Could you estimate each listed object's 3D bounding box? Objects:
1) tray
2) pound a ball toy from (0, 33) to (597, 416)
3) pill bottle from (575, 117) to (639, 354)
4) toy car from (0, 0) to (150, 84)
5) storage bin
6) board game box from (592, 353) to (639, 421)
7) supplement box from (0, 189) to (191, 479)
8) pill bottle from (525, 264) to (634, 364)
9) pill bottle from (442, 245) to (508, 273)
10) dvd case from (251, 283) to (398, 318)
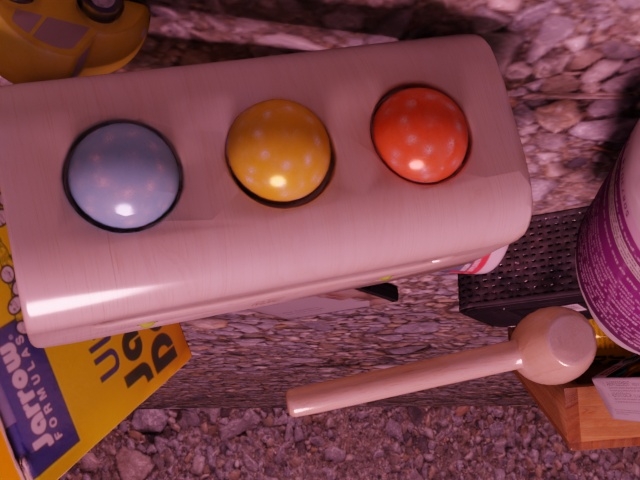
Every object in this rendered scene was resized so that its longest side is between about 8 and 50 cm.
[{"bbox_3d":[0.364,0.163,1.142,0.202,0.076,0.411,-6,-178,4],"label":"tray"},{"bbox_3d":[0.000,0.000,0.508,0.319,0.208,0.136,-9,168,-17],"label":"pound a ball toy"},{"bbox_3d":[0.278,-0.001,0.666,0.169,0.169,0.301,-2,164,5],"label":"pill bottle"},{"bbox_3d":[-0.219,-0.122,0.436,0.239,0.053,0.225,-2,164,5],"label":"toy car"},{"bbox_3d":[0.236,0.030,0.919,0.180,0.084,0.122,-9,161,31],"label":"storage bin"},{"bbox_3d":[0.421,0.075,0.849,0.305,0.053,0.193,-28,176,-10],"label":"board game box"},{"bbox_3d":[-0.315,0.063,0.701,0.356,0.194,0.195,-9,-163,28],"label":"supplement box"},{"bbox_3d":[0.335,0.077,1.021,0.208,0.118,0.117,-5,163,14],"label":"pill bottle"},{"bbox_3d":[0.037,-0.033,0.657,0.180,0.108,0.108,3,163,-10],"label":"pill bottle"},{"bbox_3d":[-0.047,0.055,1.106,0.180,0.022,0.253,-12,160,34],"label":"dvd case"}]
